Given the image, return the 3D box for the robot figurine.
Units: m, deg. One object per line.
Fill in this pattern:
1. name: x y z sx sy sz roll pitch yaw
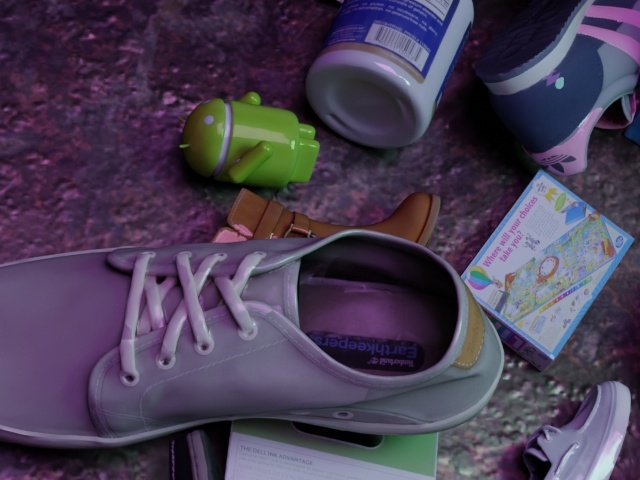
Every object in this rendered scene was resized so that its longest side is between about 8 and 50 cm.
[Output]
1. robot figurine: -0.061 -0.079 1.442 0.115 0.067 0.101 9 32 -16

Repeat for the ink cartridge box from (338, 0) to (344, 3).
1. ink cartridge box: -0.051 -0.292 1.590 0.179 0.045 0.145 23 55 -28

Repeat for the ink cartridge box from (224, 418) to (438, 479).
1. ink cartridge box: -0.002 0.223 1.309 0.171 0.056 0.235 14 55 -13

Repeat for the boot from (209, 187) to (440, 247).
1. boot: 0.000 0.000 1.422 0.152 0.073 0.197 32 54 4

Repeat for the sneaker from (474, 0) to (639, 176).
1. sneaker: 0.256 -0.176 1.606 0.319 0.112 0.131 -43 112 -37

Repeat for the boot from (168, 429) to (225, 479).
1. boot: -0.144 0.247 1.196 0.179 0.085 0.236 -9 58 7

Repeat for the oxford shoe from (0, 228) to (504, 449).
1. oxford shoe: -0.089 0.061 1.279 0.449 0.130 0.169 1 59 0

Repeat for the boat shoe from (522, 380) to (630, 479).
1. boat shoe: 0.189 0.181 1.400 0.063 0.066 0.184 30 67 -3

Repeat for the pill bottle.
1. pill bottle: 0.069 -0.181 1.518 0.112 0.112 0.186 28 57 -4

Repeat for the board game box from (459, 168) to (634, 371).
1. board game box: 0.188 0.023 1.500 0.103 0.026 0.154 38 57 3

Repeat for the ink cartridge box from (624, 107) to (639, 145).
1. ink cartridge box: 0.418 -0.156 1.556 0.168 0.232 0.171 37 58 3
